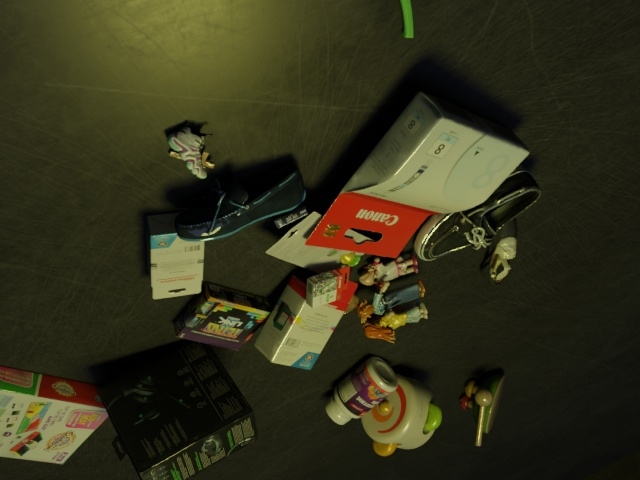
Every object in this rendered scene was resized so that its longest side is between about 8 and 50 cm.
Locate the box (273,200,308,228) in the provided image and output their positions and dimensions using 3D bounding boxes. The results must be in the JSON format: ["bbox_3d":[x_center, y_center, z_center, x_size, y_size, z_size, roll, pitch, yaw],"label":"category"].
[{"bbox_3d":[-0.059,-0.056,1.505,0.067,0.083,0.018,-25,108,4],"label":"box"}]

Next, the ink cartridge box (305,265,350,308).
[{"bbox_3d":[0.023,0.098,1.644,0.115,0.029,0.063,-15,123,-33],"label":"ink cartridge box"}]

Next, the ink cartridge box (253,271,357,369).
[{"bbox_3d":[-0.031,0.166,1.719,0.134,0.078,0.231,21,102,-46],"label":"ink cartridge box"}]

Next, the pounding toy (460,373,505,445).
[{"bbox_3d":[0.466,0.479,2.290,0.237,0.110,0.183,-18,121,-65],"label":"pounding toy"}]

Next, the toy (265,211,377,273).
[{"bbox_3d":[0.000,0.000,1.610,0.137,0.056,0.237,-40,142,20],"label":"toy"}]

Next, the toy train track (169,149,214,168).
[{"bbox_3d":[-0.230,-0.148,1.379,0.083,0.014,0.048,15,127,-27],"label":"toy train track"}]

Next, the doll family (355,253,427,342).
[{"bbox_3d":[0.163,0.153,1.799,0.163,0.118,0.263,-18,140,-5],"label":"doll family"}]

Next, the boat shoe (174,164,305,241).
[{"bbox_3d":[-0.156,-0.082,1.436,0.258,0.109,0.089,-26,135,-23],"label":"boat shoe"}]

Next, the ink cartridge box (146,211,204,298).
[{"bbox_3d":[-0.285,0.029,1.507,0.104,0.060,0.180,-7,137,-19],"label":"ink cartridge box"}]

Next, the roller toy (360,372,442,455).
[{"bbox_3d":[0.209,0.467,2.104,0.146,0.191,0.209,26,117,-42],"label":"roller toy"}]

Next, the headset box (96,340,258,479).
[{"bbox_3d":[-0.320,0.385,1.686,0.283,0.246,0.131,-27,141,-21],"label":"headset box"}]

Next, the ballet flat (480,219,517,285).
[{"bbox_3d":[0.434,0.033,1.835,0.074,0.074,0.203,-9,137,-16],"label":"ballet flat"}]

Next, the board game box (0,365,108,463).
[{"bbox_3d":[-0.664,0.396,1.725,0.316,0.064,0.242,23,121,-40],"label":"board game box"}]

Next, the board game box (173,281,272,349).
[{"bbox_3d":[-0.215,0.171,1.702,0.170,0.048,0.141,19,123,-38],"label":"board game box"}]

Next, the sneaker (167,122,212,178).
[{"bbox_3d":[-0.212,-0.160,1.341,0.069,0.038,0.098,-36,118,5],"label":"sneaker"}]

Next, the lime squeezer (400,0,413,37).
[{"bbox_3d":[0.165,-0.451,1.201,0.110,0.059,0.310,2,133,-26],"label":"lime squeezer"}]

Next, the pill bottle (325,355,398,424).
[{"bbox_3d":[0.104,0.406,2.055,0.108,0.108,0.193,25,121,-41],"label":"pill bottle"}]

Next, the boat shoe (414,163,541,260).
[{"bbox_3d":[0.345,-0.038,1.690,0.306,0.105,0.113,-35,138,13],"label":"boat shoe"}]

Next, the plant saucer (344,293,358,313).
[{"bbox_3d":[0.048,0.145,1.820,0.083,0.015,0.083,-12,138,-11],"label":"plant saucer"}]

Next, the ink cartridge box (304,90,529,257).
[{"bbox_3d":[0.191,-0.089,1.528,0.308,0.091,0.385,9,127,-46],"label":"ink cartridge box"}]
